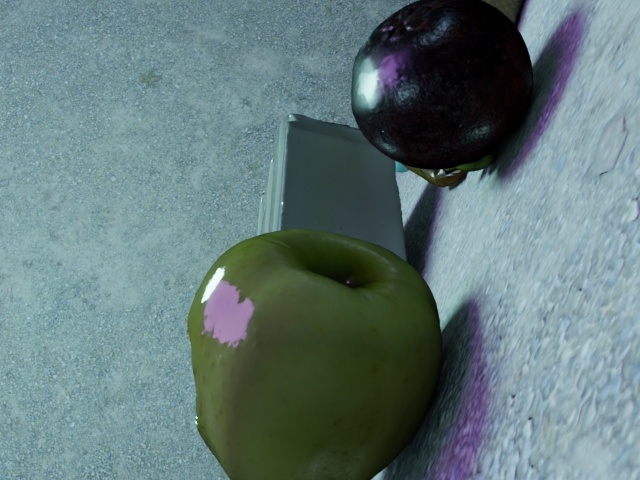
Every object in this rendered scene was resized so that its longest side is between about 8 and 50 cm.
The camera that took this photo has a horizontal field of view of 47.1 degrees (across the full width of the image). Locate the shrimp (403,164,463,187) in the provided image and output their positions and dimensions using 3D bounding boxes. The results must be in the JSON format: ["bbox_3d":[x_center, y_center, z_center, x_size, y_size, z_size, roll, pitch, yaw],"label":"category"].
[{"bbox_3d":[0.164,-0.140,1.058,0.068,0.150,0.249,-42,15,-13],"label":"shrimp"}]

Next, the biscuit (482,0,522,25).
[{"bbox_3d":[0.244,-0.372,1.173,0.078,0.144,0.425,112,-179,-65],"label":"biscuit"}]

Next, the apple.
[{"bbox_3d":[-0.004,0.120,0.745,0.279,0.279,0.279,-158,90,-89],"label":"apple"}]

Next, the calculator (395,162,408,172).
[{"bbox_3d":[0.266,-0.328,1.565,0.256,0.055,0.386,120,173,-84],"label":"calculator"}]

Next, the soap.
[{"bbox_3d":[0.000,0.000,1.273,0.435,0.213,0.350,-90,13,-46],"label":"soap"}]

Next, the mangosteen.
[{"bbox_3d":[0.146,-0.170,0.857,0.216,0.216,0.216,-158,90,-89],"label":"mangosteen"}]
